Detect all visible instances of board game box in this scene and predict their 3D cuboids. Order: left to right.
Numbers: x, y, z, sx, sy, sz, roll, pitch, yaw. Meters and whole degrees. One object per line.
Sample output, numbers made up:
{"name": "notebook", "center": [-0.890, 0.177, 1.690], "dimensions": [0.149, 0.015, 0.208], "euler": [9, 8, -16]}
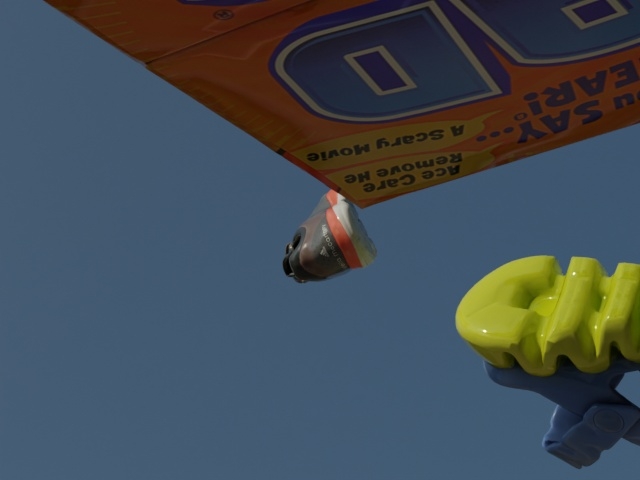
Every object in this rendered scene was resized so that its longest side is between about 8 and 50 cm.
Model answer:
{"name": "board game box", "center": [0.066, -0.275, 0.709], "dimensions": [0.356, 0.356, 0.356], "euler": [-16, -27, 28]}

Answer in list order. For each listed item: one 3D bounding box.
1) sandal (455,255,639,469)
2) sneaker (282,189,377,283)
{"name": "sandal", "center": [0.252, 0.086, 1.177], "dimensions": [0.317, 0.126, 0.138], "euler": [2, -55, 28]}
{"name": "sneaker", "center": [0.000, 0.000, 1.281], "dimensions": [0.065, 0.158, 0.061], "euler": [-28, -90, 4]}
